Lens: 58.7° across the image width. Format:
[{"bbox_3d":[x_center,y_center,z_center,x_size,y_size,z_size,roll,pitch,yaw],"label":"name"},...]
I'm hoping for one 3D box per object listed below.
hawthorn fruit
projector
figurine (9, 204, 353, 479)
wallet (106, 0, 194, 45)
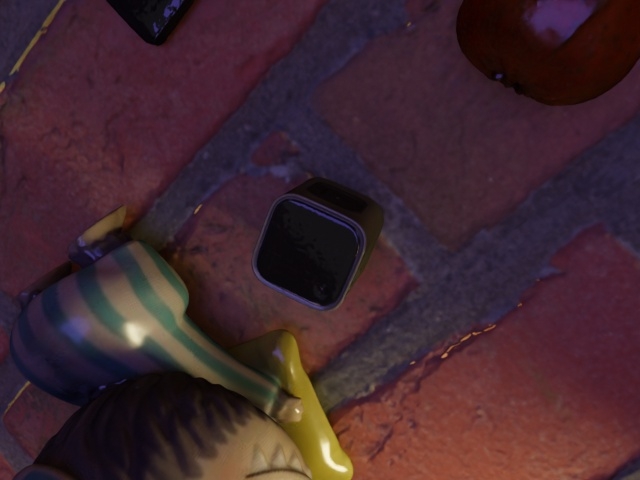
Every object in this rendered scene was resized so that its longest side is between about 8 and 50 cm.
[{"bbox_3d":[0.157,-0.154,0.382,0.128,0.128,0.128,4,105,15],"label":"hawthorn fruit"},{"bbox_3d":[0.000,0.000,0.480,0.083,0.082,0.083,25,110,8],"label":"projector"},{"bbox_3d":[-0.175,0.191,0.426,0.266,0.378,0.361,-38,93,21],"label":"figurine"},{"bbox_3d":[-0.190,-0.297,0.486,0.244,0.025,0.124,46,111,-1],"label":"wallet"}]
